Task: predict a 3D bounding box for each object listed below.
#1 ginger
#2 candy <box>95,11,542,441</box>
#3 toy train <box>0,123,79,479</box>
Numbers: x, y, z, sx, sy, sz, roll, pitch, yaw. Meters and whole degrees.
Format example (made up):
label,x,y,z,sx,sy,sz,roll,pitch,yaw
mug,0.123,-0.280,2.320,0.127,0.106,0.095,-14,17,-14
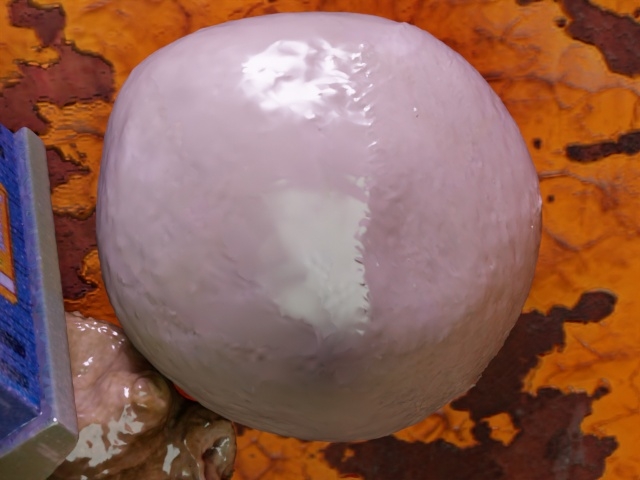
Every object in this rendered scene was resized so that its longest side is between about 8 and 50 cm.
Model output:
label,x,y,z,sx,sy,sz,roll,pitch,yaw
ginger,-0.147,0.158,1.183,0.219,0.123,0.270,-5,132,27
candy,0.000,0.000,1.058,0.295,0.185,0.295,1,127,1
toy train,-0.235,-0.001,0.973,0.131,0.299,0.202,-35,129,16
